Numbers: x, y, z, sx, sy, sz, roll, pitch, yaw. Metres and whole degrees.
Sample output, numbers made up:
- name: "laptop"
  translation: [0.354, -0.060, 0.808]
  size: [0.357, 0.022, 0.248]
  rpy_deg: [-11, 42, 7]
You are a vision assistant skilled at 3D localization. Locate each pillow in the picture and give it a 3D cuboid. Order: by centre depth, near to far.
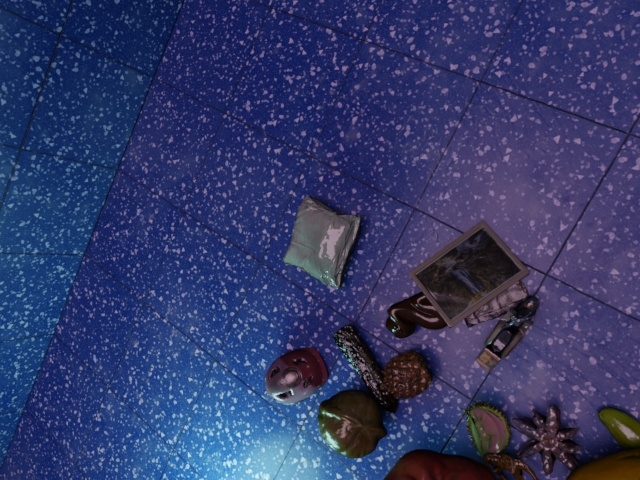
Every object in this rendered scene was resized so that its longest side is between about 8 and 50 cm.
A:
- name: "pillow"
  translation: [0.000, 0.000, 1.850]
  size: [0.283, 0.138, 0.310]
  rpy_deg: [21, 100, 26]

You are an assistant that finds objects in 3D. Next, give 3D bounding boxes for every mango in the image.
- name: "mango"
  translation: [0.886, 0.704, 1.332]
  size: [0.364, 0.253, 0.182]
  rpy_deg: [-18, 36, 20]
- name: "mango"
  translation: [0.915, 0.571, 1.416]
  size: [0.165, 0.074, 0.091]
  rpy_deg: [36, 103, 21]

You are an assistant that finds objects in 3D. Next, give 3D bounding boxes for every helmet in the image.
- name: "helmet"
  translation: [-0.117, 0.545, 1.881]
  size: [0.253, 0.154, 0.198]
  rpy_deg: [-36, 72, 25]

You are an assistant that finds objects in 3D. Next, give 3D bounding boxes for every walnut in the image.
- name: "walnut"
  translation: [0.111, 0.655, 1.706]
  size: [0.282, 0.283, 0.227]
  rpy_deg: [14, 70, 26]

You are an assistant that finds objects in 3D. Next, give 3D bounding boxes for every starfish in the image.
- name: "starfish"
  translation: [0.619, 0.742, 1.518]
  size: [0.146, 0.190, 0.074]
  rpy_deg: [-22, 34, 42]

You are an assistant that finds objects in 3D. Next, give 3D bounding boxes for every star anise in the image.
- name: "star anise"
  translation: [0.718, 0.625, 1.496]
  size: [0.229, 0.093, 0.236]
  rpy_deg: [19, 106, 29]

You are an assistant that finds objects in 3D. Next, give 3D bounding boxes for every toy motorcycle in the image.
- name: "toy motorcycle"
  translation: [0.611, 0.289, 1.522]
  size: [0.091, 0.157, 0.263]
  rpy_deg: [37, 113, 22]

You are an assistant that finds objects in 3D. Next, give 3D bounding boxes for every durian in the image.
- name: "durian"
  translation: [0.548, 0.608, 1.571]
  size: [0.137, 0.095, 0.221]
  rpy_deg: [-23, 110, 4]

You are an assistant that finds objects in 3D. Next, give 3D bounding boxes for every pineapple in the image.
- name: "pineapple"
  translation: [0.294, 0.484, 1.673]
  size: [0.193, 0.166, 0.166]
  rpy_deg: [-29, 76, 11]

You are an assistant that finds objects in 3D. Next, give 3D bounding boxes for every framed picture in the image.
- name: "framed picture"
  translation: [0.496, 0.110, 1.601]
  size: [0.324, 0.020, 0.240]
  rpy_deg: [-34, 67, 0]

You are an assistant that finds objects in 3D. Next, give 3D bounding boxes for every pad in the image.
- name: "pad"
  translation: [0.578, 0.180, 1.626]
  size: [0.233, 0.022, 0.174]
  rpy_deg: [-27, 76, 23]

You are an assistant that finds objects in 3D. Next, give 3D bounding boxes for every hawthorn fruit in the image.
- name: "hawthorn fruit"
  translation: [0.368, 0.908, 1.469]
  size: [0.471, 0.471, 0.472]
  rpy_deg: [-1, 87, 26]

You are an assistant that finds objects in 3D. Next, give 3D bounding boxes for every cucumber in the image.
- name: "cucumber"
  translation: [0.174, 0.485, 1.769]
  size: [0.096, 0.096, 0.359]
  rpy_deg: [-40, 71, 19]

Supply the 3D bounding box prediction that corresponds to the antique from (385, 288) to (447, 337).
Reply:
- name: "antique"
  translation: [0.348, 0.265, 1.685]
  size: [0.256, 0.121, 0.143]
  rpy_deg: [-24, 86, 16]
